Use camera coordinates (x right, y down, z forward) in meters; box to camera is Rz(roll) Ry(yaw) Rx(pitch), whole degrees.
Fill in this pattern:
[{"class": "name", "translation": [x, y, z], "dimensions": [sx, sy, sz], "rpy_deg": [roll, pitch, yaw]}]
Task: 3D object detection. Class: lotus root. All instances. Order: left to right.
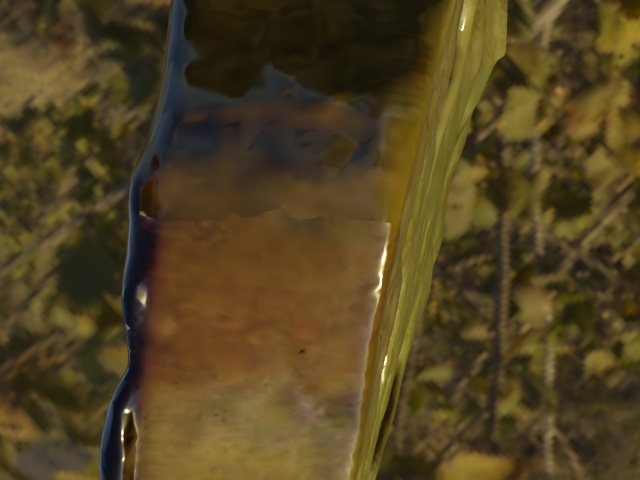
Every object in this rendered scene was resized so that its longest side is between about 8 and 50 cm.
[{"class": "lotus root", "translation": [0.000, 0.000, 0.681], "dimensions": [0.111, 0.375, 0.390], "rpy_deg": [14, 173, 5]}]
